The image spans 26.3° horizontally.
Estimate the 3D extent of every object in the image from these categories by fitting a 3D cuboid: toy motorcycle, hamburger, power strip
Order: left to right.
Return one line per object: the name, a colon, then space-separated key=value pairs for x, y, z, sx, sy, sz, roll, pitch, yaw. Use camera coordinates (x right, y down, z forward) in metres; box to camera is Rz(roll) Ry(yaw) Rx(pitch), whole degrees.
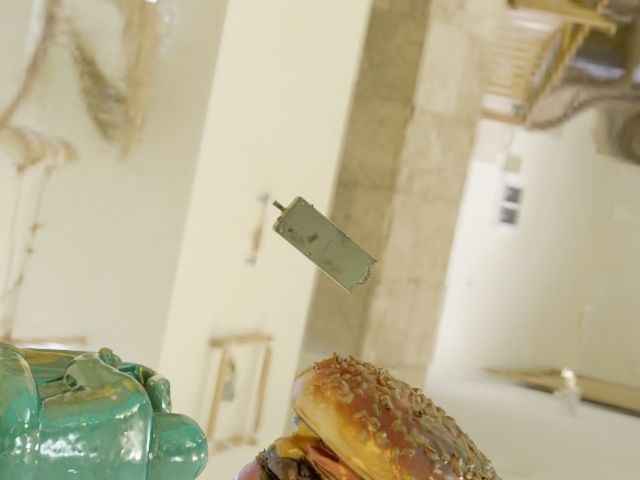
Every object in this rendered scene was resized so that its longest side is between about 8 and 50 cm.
toy motorcycle: x=-0.164 y=0.100 z=0.696 sx=0.198 sy=0.109 sz=0.296 roll=8 pitch=180 yaw=24
power strip: x=0.000 y=0.000 z=1.489 sx=0.136 sy=0.051 sz=0.019 roll=39 pitch=178 yaw=-15
hamburger: x=0.054 y=0.258 z=1.407 sx=0.291 sy=0.225 sz=0.291 roll=37 pitch=-177 yaw=-2
